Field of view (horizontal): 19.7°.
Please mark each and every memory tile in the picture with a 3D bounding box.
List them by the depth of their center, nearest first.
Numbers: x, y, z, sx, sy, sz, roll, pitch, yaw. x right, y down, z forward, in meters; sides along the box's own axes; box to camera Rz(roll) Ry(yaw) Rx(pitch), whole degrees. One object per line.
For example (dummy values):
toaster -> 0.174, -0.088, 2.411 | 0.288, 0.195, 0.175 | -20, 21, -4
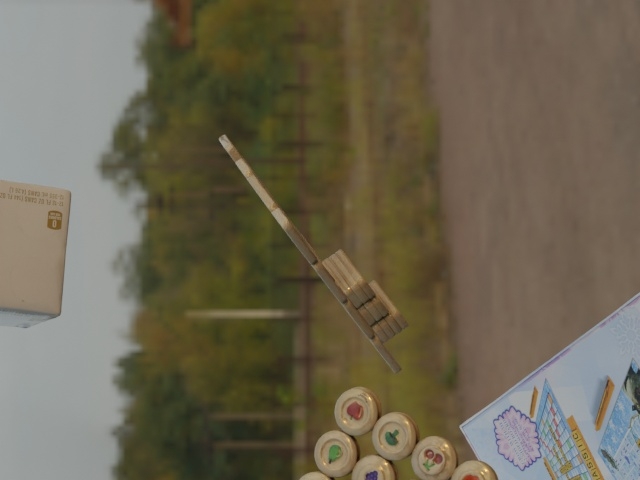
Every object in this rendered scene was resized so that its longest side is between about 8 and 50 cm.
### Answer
memory tile -> 0.055, 0.190, 1.396 | 0.113, 0.148, 0.012 | -64, -25, 8

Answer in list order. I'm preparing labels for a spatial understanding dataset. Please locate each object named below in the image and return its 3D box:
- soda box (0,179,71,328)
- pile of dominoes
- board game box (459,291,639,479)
soda box -> -0.248, -0.002, 0.990 | 0.069, 0.216, 0.074 | -20, 65, 62
pile of dominoes -> 0.000, 0.000, 1.709 | 0.251, 0.040, 0.196 | 53, 180, -42
board game box -> 0.310, 0.232, 1.682 | 0.318, 0.066, 0.318 | -43, 70, 46
